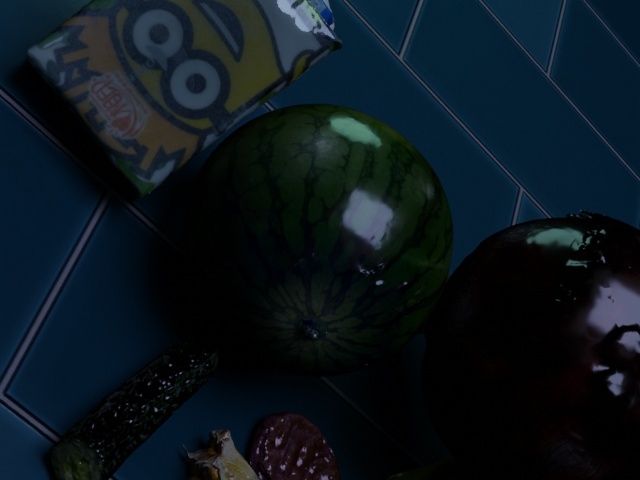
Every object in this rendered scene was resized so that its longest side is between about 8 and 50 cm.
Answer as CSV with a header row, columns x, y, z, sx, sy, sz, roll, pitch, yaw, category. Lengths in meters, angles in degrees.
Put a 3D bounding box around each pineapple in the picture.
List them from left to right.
x,y,z,sx,sy,sz,roll,pitch,yaw,category
-0.107,0.290,1.557,0.116,0.069,0.137,28,48,-35,pineapple

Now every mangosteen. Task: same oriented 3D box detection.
x,y,z,sx,sy,sz,roll,pitch,yaw,category
0.320,0.149,1.717,0.381,0.381,0.421,65,7,3,mangosteen

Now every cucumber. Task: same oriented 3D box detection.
x,y,z,sx,sy,sz,roll,pitch,yaw,category
-0.197,0.184,1.516,0.072,0.072,0.300,58,36,-6,cucumber

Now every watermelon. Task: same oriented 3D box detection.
x,y,z,sx,sy,sz,roll,pitch,yaw,category
0.000,0.000,1.637,0.363,0.363,0.363,26,51,-37,watermelon

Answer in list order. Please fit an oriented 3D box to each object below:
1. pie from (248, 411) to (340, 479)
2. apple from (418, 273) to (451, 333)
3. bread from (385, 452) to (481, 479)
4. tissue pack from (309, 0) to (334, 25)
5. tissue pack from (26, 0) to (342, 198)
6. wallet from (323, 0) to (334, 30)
x,y,z,sx,sy,sz,roll,pitch,yaw,category
-0.030,0.287,1.671,0.154,0.036,0.154,26,52,-38,pie
0.132,0.078,1.909,0.102,0.126,0.126,71,7,-70,apple
0.219,0.339,1.813,0.233,0.161,0.088,-13,107,-36,bread
-0.130,-0.300,1.814,0.198,0.146,0.263,52,41,-11,tissue pack
-0.164,-0.231,1.611,0.228,0.311,0.128,52,0,-9,tissue pack
-0.049,-0.379,2.046,0.183,0.032,0.124,7,61,-45,wallet
